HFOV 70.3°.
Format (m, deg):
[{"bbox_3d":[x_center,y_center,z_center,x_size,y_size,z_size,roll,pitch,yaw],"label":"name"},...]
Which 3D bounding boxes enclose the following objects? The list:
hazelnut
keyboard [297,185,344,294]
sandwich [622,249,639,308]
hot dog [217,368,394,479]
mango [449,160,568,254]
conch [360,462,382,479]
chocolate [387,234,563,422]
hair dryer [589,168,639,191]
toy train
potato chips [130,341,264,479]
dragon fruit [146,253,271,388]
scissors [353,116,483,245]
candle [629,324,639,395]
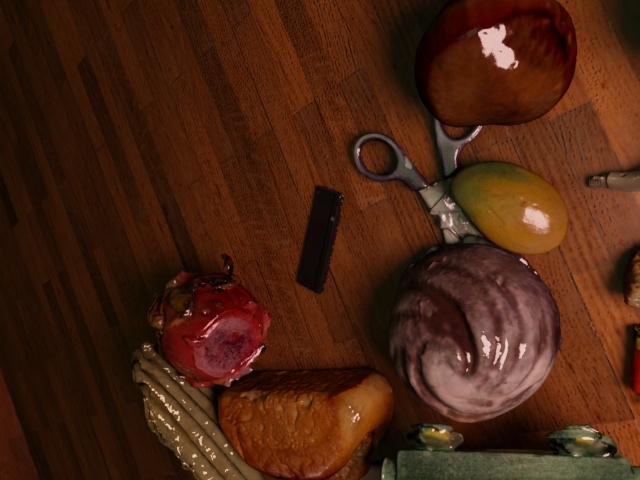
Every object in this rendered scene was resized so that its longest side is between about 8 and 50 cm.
[{"bbox_3d":[0.259,-0.277,0.674,0.229,0.229,0.230,6,102,31],"label":"hazelnut"},{"bbox_3d":[0.001,0.000,0.985,0.072,0.023,0.231,24,110,34],"label":"keyboard"},{"bbox_3d":[0.549,0.036,0.537,0.288,0.254,0.100,17,66,30],"label":"sandwich"},{"bbox_3d":[-0.031,0.405,0.982,0.405,0.185,0.223,-11,92,33],"label":"hot dog"},{"bbox_3d":[0.303,-0.057,0.738,0.194,0.092,0.130,28,105,18],"label":"mango"},{"bbox_3d":[0.145,0.533,0.973,0.176,0.094,0.105,4,117,58],"label":"conch"},{"bbox_3d":[0.228,0.166,0.747,0.303,0.213,0.304,8,109,26],"label":"chocolate"},{"bbox_3d":[0.524,-0.056,0.609,0.219,0.088,0.225,38,161,-1],"label":"hair dryer"},{"bbox_3d":[0.304,0.395,0.716,0.396,0.253,0.160,-11,52,26],"label":"toy train"},{"bbox_3d":[-0.281,0.404,1.059,0.070,0.358,0.429,-40,96,1],"label":"potato chips"},{"bbox_3d":[-0.267,0.180,1.040,0.291,0.250,0.269,26,153,52],"label":"dragon fruit"},{"bbox_3d":[0.227,-0.060,0.827,0.255,0.029,0.384,-22,90,28],"label":"scissors"},{"bbox_3d":[0.503,0.196,0.692,0.051,0.052,0.131,2,101,31],"label":"candle"}]
